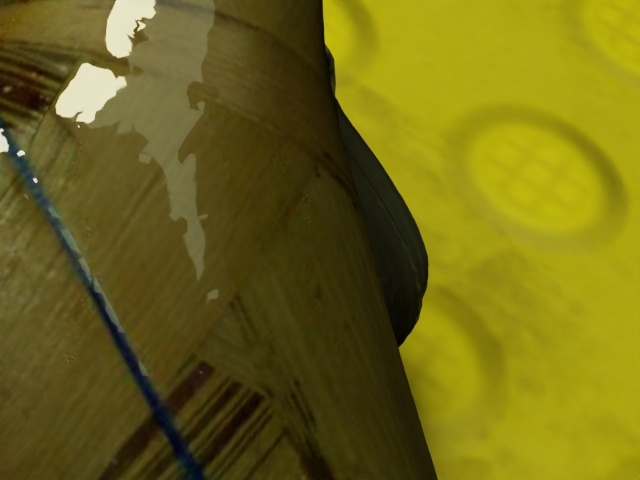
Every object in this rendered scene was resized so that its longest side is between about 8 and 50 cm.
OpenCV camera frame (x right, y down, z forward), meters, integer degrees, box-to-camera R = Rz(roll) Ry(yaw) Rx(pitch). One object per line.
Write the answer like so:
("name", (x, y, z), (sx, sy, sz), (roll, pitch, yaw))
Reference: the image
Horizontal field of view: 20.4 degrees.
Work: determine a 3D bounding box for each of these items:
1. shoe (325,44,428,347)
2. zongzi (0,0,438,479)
("shoe", (-0.046, -0.082, 0.670), (0.293, 0.109, 0.149), (43, 40, 13))
("zongzi", (0.000, 0.000, 0.512), (0.260, 0.123, 0.289), (41, 91, 5))
